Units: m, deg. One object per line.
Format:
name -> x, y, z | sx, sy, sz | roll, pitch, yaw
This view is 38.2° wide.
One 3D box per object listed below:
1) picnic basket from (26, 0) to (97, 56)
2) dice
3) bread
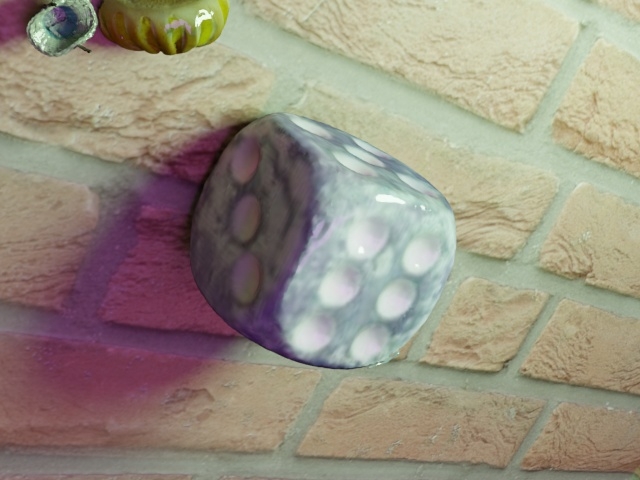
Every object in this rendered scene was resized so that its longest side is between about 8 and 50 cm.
picnic basket -> -0.291, -0.245, 1.044 | 0.083, 0.083, 0.065 | -36, 128, -12
dice -> 0.000, 0.000, 1.275 | 0.270, 0.271, 0.270 | 15, 110, -39
bread -> -0.173, -0.263, 1.107 | 0.157, 0.094, 0.082 | -25, 127, -29
